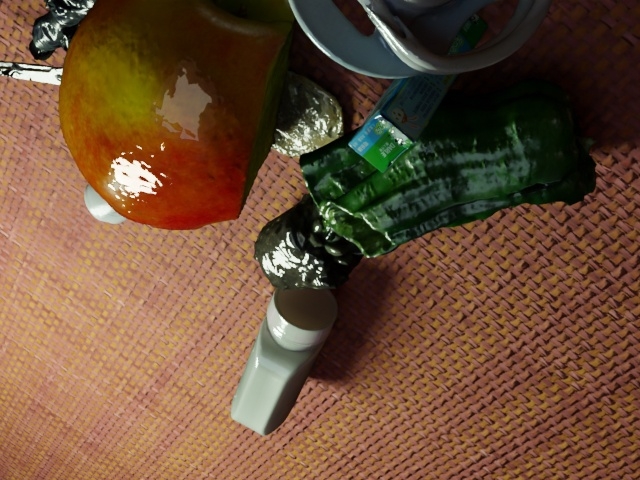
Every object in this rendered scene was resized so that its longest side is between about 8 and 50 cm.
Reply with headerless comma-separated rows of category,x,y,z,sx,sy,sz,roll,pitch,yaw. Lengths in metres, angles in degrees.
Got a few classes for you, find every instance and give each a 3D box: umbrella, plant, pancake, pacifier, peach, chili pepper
umbrella,-0.372,-0.327,1.315,0.224,0.071,0.080,-29,82,49
plant,0.000,0.000,1.335,0.195,0.132,0.129,-26,109,44
pancake,-0.033,-0.171,1.281,0.152,0.025,0.151,16,133,18
pacifier,0.100,-0.294,0.979,0.244,0.299,0.233,51,174,-13
peach,-0.202,-0.176,1.198,0.306,0.242,0.380,26,137,3
chili pepper,0.136,-0.095,1.114,0.385,0.213,0.167,-12,101,25

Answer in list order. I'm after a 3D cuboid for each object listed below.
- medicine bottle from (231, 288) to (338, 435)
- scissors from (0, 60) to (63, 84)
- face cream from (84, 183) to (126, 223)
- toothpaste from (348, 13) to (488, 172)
medicine bottle,-0.062,0.190,1.518,0.111,0.161,0.296,28,138,3
scissors,-0.364,-0.240,1.370,0.318,0.024,0.160,8,137,9
face cream,-0.328,-0.077,1.492,0.095,0.091,0.091,-19,116,31
toothpaste,0.114,-0.177,1.012,0.050,0.266,0.065,39,136,-6
